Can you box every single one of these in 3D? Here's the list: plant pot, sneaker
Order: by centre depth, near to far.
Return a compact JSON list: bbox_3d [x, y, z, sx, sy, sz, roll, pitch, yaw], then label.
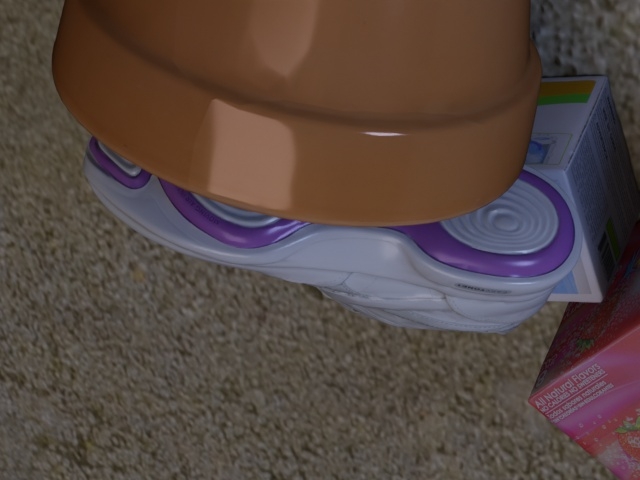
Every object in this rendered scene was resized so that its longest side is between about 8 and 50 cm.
[{"bbox_3d":[0.003,-0.167,1.098,0.290,0.291,0.203,20,121,10],"label":"plant pot"},{"bbox_3d":[0.000,0.000,1.180,0.305,0.114,0.152,15,153,1],"label":"sneaker"}]

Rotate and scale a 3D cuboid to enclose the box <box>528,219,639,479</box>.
[{"bbox_3d":[0.289,0.036,1.207,0.142,0.154,0.300,39,138,-10],"label":"box"}]

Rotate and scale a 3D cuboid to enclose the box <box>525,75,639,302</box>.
[{"bbox_3d":[0.096,-0.034,1.281,0.203,0.103,0.114,0,130,28],"label":"box"}]
